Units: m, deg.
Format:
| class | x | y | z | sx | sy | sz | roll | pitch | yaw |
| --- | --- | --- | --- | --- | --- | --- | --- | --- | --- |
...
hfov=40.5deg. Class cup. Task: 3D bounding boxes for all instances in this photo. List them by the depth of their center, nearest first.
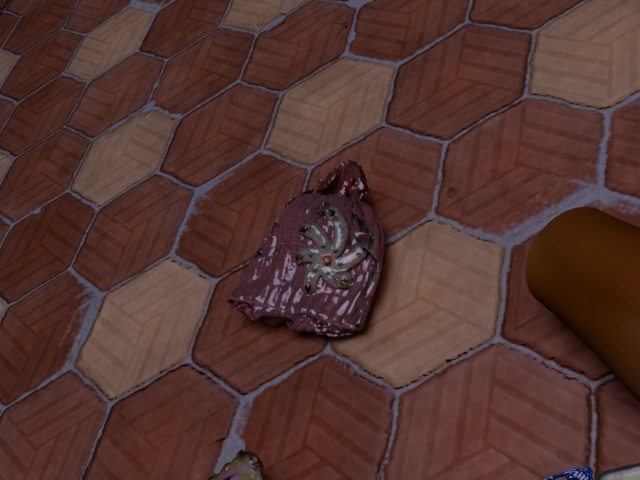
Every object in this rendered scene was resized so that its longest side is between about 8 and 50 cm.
| class | x | y | z | sx | sy | sz | roll | pitch | yaw |
| --- | --- | --- | --- | --- | --- | --- | --- | --- | --- |
| cup | 0.372 | 0.064 | 0.951 | 0.226 | 0.183 | 0.264 | -12 | 28 | -21 |

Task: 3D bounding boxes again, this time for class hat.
| class | x | y | z | sx | sy | sz | roll | pitch | yaw |
| --- | --- | --- | --- | --- | --- | --- | --- | --- | --- |
| hat | 0.000 | 0.000 | 1.291 | 0.236 | 0.107 | 0.287 | 10 | 63 | 29 |

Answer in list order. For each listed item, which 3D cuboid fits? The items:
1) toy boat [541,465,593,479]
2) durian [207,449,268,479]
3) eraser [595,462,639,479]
| class | x | y | z | sx | sy | sz | roll | pitch | yaw |
| --- | --- | --- | --- | --- | --- | --- | --- | --- | --- |
| toy boat | 0.216 | 0.290 | 0.873 | 0.175 | 0.110 | 0.091 | -45 | 44 | -11 |
| durian | -0.087 | 0.400 | 0.993 | 0.191 | 0.112 | 0.341 | -46 | 33 | 4 |
| eraser | 0.337 | 0.296 | 0.820 | 0.117 | 0.058 | 0.172 | -20 | 44 | 21 |
